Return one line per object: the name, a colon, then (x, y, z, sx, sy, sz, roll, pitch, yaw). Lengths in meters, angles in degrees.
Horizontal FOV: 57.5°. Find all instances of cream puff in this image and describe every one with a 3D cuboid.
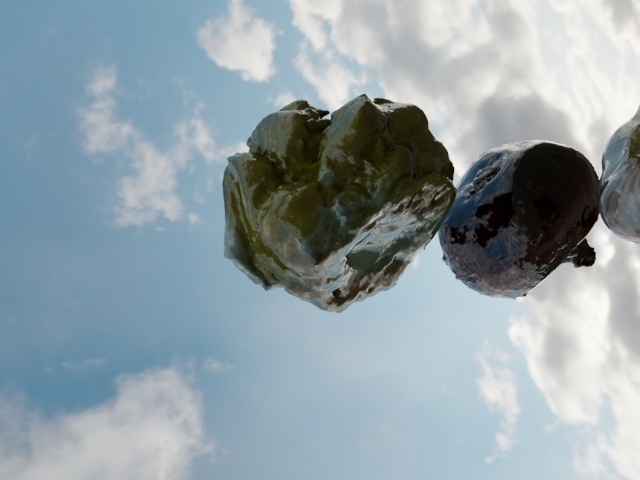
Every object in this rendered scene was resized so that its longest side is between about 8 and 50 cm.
cream puff: (0.014, -0.076, 0.918, 0.378, 0.378, 0.275, 2, -142, -48)

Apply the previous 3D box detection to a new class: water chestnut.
water chestnut: (0.409, -0.029, 1.155, 0.302, 0.350, 0.350, 34, -134, -9)

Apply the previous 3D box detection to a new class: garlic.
garlic: (0.513, -0.078, 0.754, 0.253, 0.245, 0.245, 28, -129, -18)
